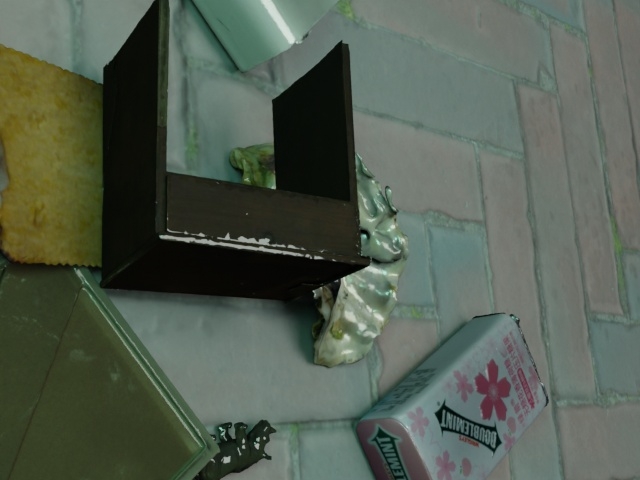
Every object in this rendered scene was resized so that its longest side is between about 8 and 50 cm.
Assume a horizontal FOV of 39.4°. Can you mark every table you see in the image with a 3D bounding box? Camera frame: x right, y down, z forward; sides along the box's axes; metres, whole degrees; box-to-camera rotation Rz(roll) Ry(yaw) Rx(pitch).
[{"bbox_3d":[-0.104,-0.093,1.028,0.250,0.196,0.282,7,70,-29],"label":"table"}]

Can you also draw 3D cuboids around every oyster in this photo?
[{"bbox_3d":[-0.001,0.000,1.253,0.351,0.114,0.238,50,57,-17],"label":"oyster"}]

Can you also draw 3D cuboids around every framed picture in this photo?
[{"bbox_3d":[-0.306,0.192,0.836,0.326,0.028,0.446,55,33,-3],"label":"framed picture"}]

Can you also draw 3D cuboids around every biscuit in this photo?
[{"bbox_3d":[-0.284,-0.085,0.991,0.237,0.013,0.232,11,70,-67],"label":"biscuit"}]

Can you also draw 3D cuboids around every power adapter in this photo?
[{"bbox_3d":[-0.108,-0.389,1.239,0.255,0.124,0.187,54,46,-19],"label":"power adapter"}]

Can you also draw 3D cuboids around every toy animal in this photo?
[{"bbox_3d":[-0.106,0.259,1.115,0.135,0.047,0.065,-13,93,-48],"label":"toy animal"}]

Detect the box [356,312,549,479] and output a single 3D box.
[{"bbox_3d":[0.222,0.269,1.399,0.369,0.112,0.190,-33,104,-45],"label":"box"}]
